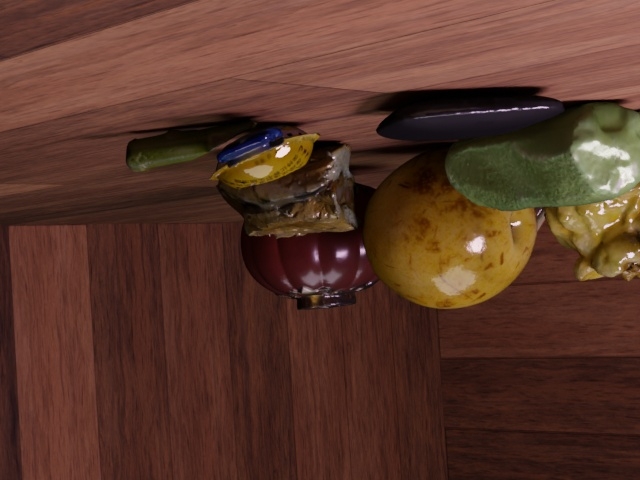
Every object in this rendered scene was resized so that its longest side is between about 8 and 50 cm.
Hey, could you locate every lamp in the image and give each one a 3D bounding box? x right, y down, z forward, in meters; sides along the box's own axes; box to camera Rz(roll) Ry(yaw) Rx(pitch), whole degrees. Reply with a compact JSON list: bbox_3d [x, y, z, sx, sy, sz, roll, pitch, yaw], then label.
[{"bbox_3d":[0.000,0.000,2.429,0.303,0.257,0.303,-5,177,0],"label":"lamp"}]

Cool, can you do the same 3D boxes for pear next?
[{"bbox_3d":[0.205,-0.022,2.082,0.281,0.280,0.281,-4,178,0],"label":"pear"}]

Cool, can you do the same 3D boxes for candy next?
[{"bbox_3d":[0.311,-0.116,1.778,0.142,0.132,0.343,-48,-162,-19],"label":"candy"}]

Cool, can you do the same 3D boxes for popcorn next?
[{"bbox_3d":[0.500,-0.052,2.052,0.286,0.252,0.215,-7,-169,-1],"label":"popcorn"}]

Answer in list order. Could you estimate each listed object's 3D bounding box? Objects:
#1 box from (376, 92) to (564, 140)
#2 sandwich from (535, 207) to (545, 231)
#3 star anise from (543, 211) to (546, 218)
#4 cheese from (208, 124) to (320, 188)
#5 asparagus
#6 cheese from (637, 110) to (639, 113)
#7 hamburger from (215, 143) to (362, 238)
[{"bbox_3d":[0.179,-0.150,1.557,0.213,0.042,0.201,-4,178,-9],"label":"box"},{"bbox_3d":[0.356,-0.064,2.308,0.220,0.186,0.108,-5,180,16],"label":"sandwich"},{"bbox_3d":[0.496,-0.111,2.229,0.231,0.089,0.209,-20,161,-13],"label":"star anise"},{"bbox_3d":[-0.076,-0.111,1.652,0.157,0.064,0.250,-23,177,4],"label":"cheese"},{"bbox_3d":[-0.162,-0.122,1.649,0.178,0.045,0.041,-9,144,18],"label":"asparagus"},{"bbox_3d":[0.484,-0.157,1.775,0.127,0.054,0.251,-2,177,-30],"label":"cheese"},{"bbox_3d":[-0.050,-0.074,2.004,0.211,0.132,0.309,-4,178,9],"label":"hamburger"}]
